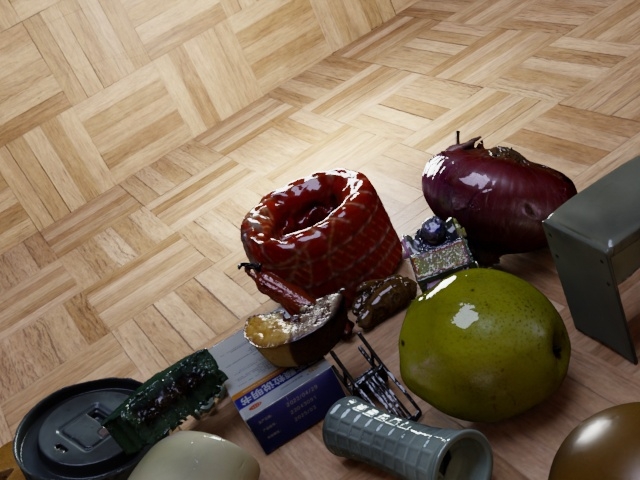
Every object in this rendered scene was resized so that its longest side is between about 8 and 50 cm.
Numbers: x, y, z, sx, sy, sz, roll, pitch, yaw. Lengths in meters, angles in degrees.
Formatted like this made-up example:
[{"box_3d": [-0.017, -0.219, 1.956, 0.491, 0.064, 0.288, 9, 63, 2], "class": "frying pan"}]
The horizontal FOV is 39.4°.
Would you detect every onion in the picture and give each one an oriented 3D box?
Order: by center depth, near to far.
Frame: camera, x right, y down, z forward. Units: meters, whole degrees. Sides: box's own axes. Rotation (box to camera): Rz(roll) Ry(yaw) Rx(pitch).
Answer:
[{"box_3d": [0.375, -0.064, 1.929, 0.348, 0.285, 0.347, 16, 13, -4], "class": "onion"}]

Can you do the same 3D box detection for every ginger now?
[{"box_3d": [0.129, 0.123, 1.971, 0.162, 0.073, 0.103, -33, 28, -12], "class": "ginger"}]

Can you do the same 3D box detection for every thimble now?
[{"box_3d": [0.000, 0.000, 2.123, 0.350, 0.230, 0.350, -19, 28, 11], "class": "thimble"}]

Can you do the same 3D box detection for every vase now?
[{"box_3d": [0.135, 0.354, 1.523, 0.143, 0.143, 0.299, -41, 28, -27], "class": "vase"}]

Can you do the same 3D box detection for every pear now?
[{"box_3d": [0.285, 0.179, 1.550, 0.294, 0.294, 0.294, -20, 29, 11], "class": "pear"}]

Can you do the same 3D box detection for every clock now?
[{"box_3d": [-0.477, 0.412, 1.886, 0.325, 0.067, 0.325, -4, 31, 2], "class": "clock"}]

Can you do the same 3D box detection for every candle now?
[{"box_3d": [-0.057, 0.127, 1.963, 0.302, 0.084, 0.059, 31, 77, 16], "class": "candle"}]

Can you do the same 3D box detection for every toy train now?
[{"box_3d": [0.252, 0.073, 1.786, 0.134, 0.261, 0.177, -21, 46, 10], "class": "toy train"}]

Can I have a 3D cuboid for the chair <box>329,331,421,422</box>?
[{"box_3d": [0.109, 0.290, 1.720, 0.084, 0.101, 0.212, -34, 66, -12], "class": "chair"}]

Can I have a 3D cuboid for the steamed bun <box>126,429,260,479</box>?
[{"box_3d": [-0.247, 0.445, 1.647, 0.250, 0.154, 0.200, -4, 36, 32], "class": "steamed bun"}]

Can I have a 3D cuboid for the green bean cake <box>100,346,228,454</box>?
[{"box_3d": [-0.305, 0.320, 1.762, 0.193, 0.107, 0.208, -31, 3, 33], "class": "green bean cake"}]

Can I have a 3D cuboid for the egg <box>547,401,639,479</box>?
[{"box_3d": [0.443, 0.353, 1.105, 0.282, 0.282, 0.351, -36, 39, -19], "class": "egg"}]

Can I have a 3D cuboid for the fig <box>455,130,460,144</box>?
[{"box_3d": [0.352, -0.157, 2.139, 0.146, 0.201, 0.134, 5, 31, 34], "class": "fig"}]

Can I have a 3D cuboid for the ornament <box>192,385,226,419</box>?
[{"box_3d": [-0.244, 0.345, 1.935, 0.092, 0.041, 0.068, -29, 31, -8], "class": "ornament"}]

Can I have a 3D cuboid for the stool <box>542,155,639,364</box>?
[{"box_3d": [0.564, 0.028, 1.574, 0.244, 0.269, 0.170, -32, 30, -11], "class": "stool"}]

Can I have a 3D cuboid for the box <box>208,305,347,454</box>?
[{"box_3d": [-0.095, 0.280, 1.856, 0.200, 0.106, 0.299, -31, 30, -9], "class": "box"}]

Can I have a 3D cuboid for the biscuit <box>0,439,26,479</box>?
[{"box_3d": [-0.596, 0.487, 1.970, 0.340, 0.047, 0.216, -9, 26, 25], "class": "biscuit"}]

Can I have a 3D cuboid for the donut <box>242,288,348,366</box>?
[{"box_3d": [-0.048, 0.189, 1.772, 0.217, 0.085, 0.141, -13, 30, 20], "class": "donut"}]
